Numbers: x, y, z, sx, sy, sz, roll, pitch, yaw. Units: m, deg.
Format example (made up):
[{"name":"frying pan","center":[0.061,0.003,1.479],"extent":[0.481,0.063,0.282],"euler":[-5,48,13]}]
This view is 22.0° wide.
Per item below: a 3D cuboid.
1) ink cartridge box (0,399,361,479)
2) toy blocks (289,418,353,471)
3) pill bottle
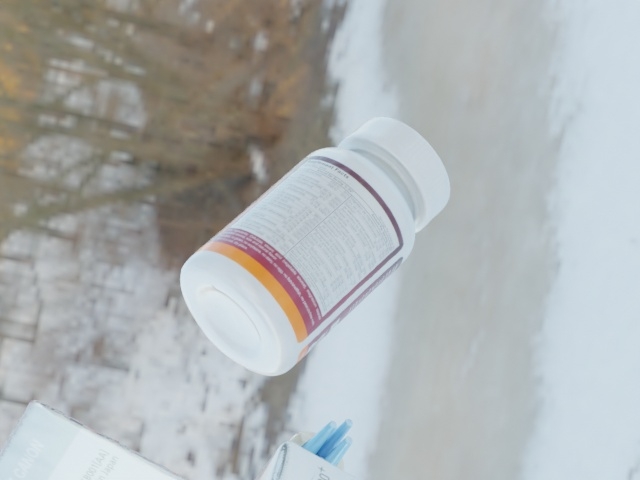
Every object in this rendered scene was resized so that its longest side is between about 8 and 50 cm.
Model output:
[{"name":"ink cartridge box","center":[-0.078,0.198,0.838],"extent":[0.275,0.239,0.060],"euler":[-55,9,38]},{"name":"toy blocks","center":[-0.024,0.216,1.316],"extent":[0.148,0.054,0.123],"euler":[-53,12,38]},{"name":"pill bottle","center":[0.000,0.000,1.353],"extent":[0.221,0.121,0.121],"euler":[-42,-8,-28]}]
